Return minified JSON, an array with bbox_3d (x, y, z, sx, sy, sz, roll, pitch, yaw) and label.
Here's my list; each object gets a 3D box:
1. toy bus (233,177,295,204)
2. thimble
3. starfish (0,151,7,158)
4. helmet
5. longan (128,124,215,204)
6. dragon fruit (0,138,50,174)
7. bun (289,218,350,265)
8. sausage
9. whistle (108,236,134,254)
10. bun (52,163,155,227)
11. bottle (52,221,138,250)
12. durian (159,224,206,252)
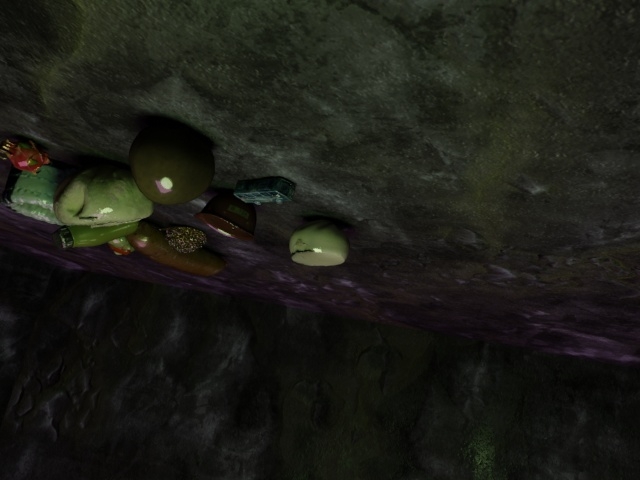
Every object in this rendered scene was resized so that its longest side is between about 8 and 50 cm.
[{"bbox_3d":[-0.139,-0.122,1.448,0.166,0.047,0.065,0,157,42],"label":"toy bus"},{"bbox_3d":[-0.788,-0.140,1.711,0.237,0.150,0.237,10,165,3],"label":"thimble"},{"bbox_3d":[-0.882,-0.264,1.537,0.130,0.041,0.133,9,154,50],"label":"starfish"},{"bbox_3d":[-0.245,-0.077,1.585,0.175,0.106,0.155,20,166,-13],"label":"helmet"},{"bbox_3d":[-0.315,-0.157,1.246,0.189,0.189,0.189,11,166,3],"label":"longan"},{"bbox_3d":[-0.763,-0.223,1.515,0.086,0.081,0.116,16,171,33],"label":"dragon fruit"},{"bbox_3d":[0.000,0.000,1.655,0.173,0.119,0.173,4,164,1],"label":"bun"},{"bbox_3d":[-0.557,0.044,2.293,0.136,0.123,0.501,-27,150,20],"label":"sausage"},{"bbox_3d":[-0.757,-0.011,2.238,0.131,0.106,0.288,51,164,10],"label":"whistle"},{"bbox_3d":[-0.575,-0.119,1.584,0.273,0.168,0.273,-4,-178,0],"label":"bun"},{"bbox_3d":[-0.716,-0.040,1.875,0.112,0.112,0.260,-1,-162,41],"label":"bottle"},{"bbox_3d":[-0.502,0.000,2.129,0.188,0.091,0.148,27,160,-39],"label":"durian"}]
